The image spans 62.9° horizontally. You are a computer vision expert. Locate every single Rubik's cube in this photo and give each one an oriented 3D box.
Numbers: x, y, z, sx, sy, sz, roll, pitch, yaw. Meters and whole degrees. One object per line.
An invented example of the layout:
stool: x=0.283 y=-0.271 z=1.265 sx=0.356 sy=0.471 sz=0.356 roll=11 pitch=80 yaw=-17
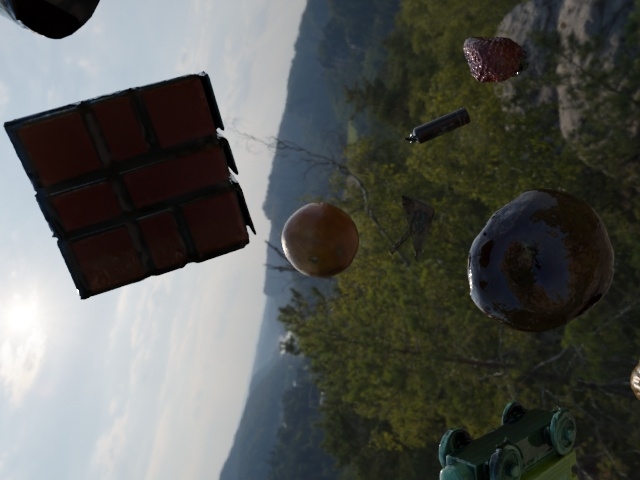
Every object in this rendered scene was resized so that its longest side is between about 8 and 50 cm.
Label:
Rubik's cube: x=-0.292 y=-0.110 z=0.874 sx=0.288 sy=0.294 sz=0.283 roll=-132 pitch=28 yaw=-69

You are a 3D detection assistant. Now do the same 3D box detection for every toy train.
toy train: x=0.444 y=0.545 z=1.214 sx=0.179 sy=0.442 sz=0.272 roll=-2 pitch=94 yaw=53

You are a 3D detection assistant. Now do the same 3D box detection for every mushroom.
mushroom: x=0.434 y=0.034 z=1.024 sx=0.255 sy=0.267 sz=0.267 roll=-19 pitch=-50 yaw=-46

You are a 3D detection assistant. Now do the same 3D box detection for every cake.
cake: x=-0.441 y=-0.416 z=0.760 sx=0.185 sy=0.178 sz=0.207 roll=-64 pitch=-3 yaw=13

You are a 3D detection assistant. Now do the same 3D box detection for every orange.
orange: x=0.000 y=0.000 z=1.768 sx=0.261 sy=0.261 sz=0.260 roll=-169 pitch=90 yaw=-87

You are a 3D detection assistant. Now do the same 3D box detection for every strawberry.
strawberry: x=0.549 y=-0.604 z=1.688 sx=0.175 sy=0.236 sz=0.107 roll=-62 pitch=-32 yaw=-9

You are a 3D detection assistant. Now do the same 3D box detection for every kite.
kite: x=0.374 y=-0.049 z=2.130 sx=0.314 sy=0.012 sz=0.335 roll=-40 pitch=-54 yaw=-29

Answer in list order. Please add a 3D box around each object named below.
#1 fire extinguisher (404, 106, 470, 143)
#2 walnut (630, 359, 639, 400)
fire extinguisher: x=0.280 y=-0.272 z=1.267 sx=0.064 sy=0.158 sz=0.043 roll=30 pitch=-140 yaw=-73
walnut: x=0.662 y=0.255 z=0.963 sx=0.167 sy=0.149 sz=0.166 roll=-40 pitch=14 yaw=12
